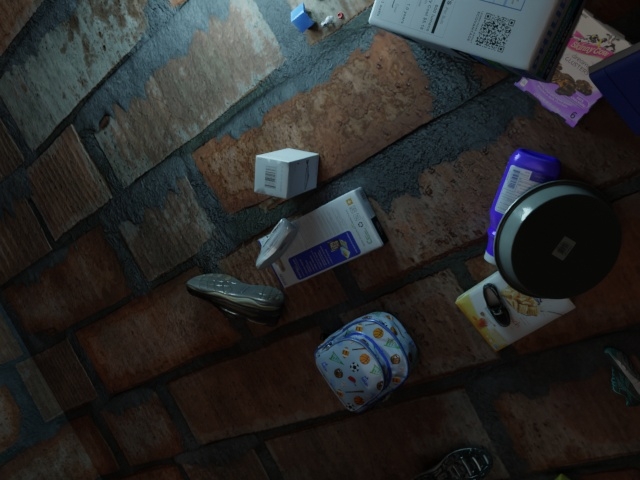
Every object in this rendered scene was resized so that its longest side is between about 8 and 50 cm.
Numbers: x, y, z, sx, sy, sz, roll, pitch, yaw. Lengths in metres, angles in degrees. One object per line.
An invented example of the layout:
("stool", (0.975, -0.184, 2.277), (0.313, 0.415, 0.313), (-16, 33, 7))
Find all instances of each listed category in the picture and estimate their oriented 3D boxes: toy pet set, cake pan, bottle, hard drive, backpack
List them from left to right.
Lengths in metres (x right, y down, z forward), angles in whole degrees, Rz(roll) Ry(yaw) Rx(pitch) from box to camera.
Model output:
("toy pet set", (-0.022, -0.604, 1.330), (0.114, 0.065, 0.122), (-26, 93, 30))
("backpack", (0.136, 0.339, 1.482), (0.263, 0.213, 0.276), (-42, 83, 20))
("bottle", (0.473, -0.072, 1.238), (0.118, 0.092, 0.282), (21, 114, 19))
("cake pan", (0.548, 0.010, 1.176), (0.294, 0.054, 0.293), (-1, 109, -2))
("hard drive", (0.709, -0.326, 0.953), (0.210, 0.040, 0.319), (32, 147, -28))

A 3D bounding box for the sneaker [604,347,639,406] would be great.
("sneaker", (0.738, 0.341, 1.259), (0.076, 0.065, 0.166), (-39, 85, 34))

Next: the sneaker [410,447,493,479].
("sneaker", (0.384, 0.690, 1.533), (0.272, 0.108, 0.100), (-33, 71, 15))

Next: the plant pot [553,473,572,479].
("plant pot", (0.658, 0.684, 1.393), (0.081, 0.083, 0.081), (35, 117, 13))

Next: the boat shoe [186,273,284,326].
("boat shoe", (-0.288, 0.204, 1.682), (0.356, 0.132, 0.130), (12, 111, 24))

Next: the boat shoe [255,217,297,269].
("boat shoe", (-0.142, 0.011, 1.520), (0.063, 0.066, 0.184), (51, 124, 21))

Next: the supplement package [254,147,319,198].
("supplement package", (-0.091, -0.189, 1.430), (0.105, 0.179, 0.105), (13, 111, 23))

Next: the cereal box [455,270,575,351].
("cereal box", (0.497, 0.158, 1.326), (0.240, 0.047, 0.173), (-42, 86, 30))

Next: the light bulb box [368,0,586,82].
("light bulb box", (0.347, -0.548, 1.032), (0.361, 0.225, 0.357), (30, 114, 26))

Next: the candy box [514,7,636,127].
("candy box", (0.554, -0.373, 1.115), (0.165, 0.070, 0.196), (41, 119, 10))

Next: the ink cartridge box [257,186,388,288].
("ink cartridge box", (0.000, 0.000, 1.512), (0.371, 0.069, 0.175), (-26, 93, 28))

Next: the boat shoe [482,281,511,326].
("boat shoe", (0.445, 0.166, 1.303), (0.046, 0.038, 0.125), (-19, 96, 30))
